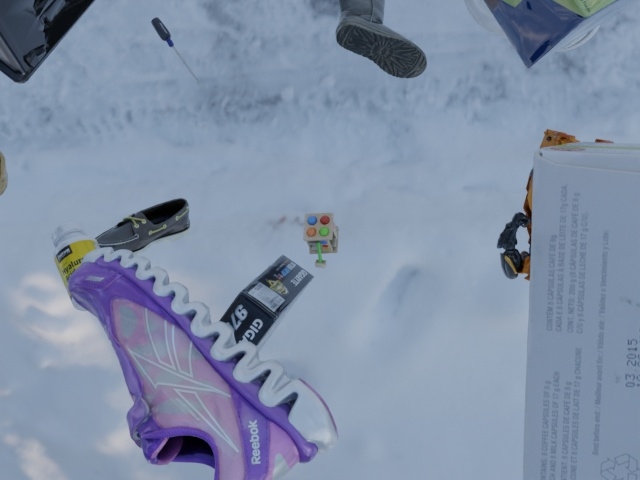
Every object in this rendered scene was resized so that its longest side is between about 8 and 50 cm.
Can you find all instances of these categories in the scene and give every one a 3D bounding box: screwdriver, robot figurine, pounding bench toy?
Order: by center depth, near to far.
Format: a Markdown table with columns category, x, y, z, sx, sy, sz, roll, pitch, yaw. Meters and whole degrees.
| category | x | y | z | sx | sy | sz | roll | pitch | yaw |
| --- | --- | --- | --- | --- | --- | --- | --- | --- | --- |
| pounding bench toy | 0.000 | 0.000 | 1.631 | 0.052 | 0.083 | 0.065 | -2 | 154 | 11 |
| robot figurine | 0.430 | -0.042 | 1.642 | 0.211 | 0.085 | 0.291 | 6 | 105 | -21 |
| screwdriver | -0.295 | -0.385 | 1.887 | 0.024 | 0.025 | 0.170 | -38 | 78 | 24 |

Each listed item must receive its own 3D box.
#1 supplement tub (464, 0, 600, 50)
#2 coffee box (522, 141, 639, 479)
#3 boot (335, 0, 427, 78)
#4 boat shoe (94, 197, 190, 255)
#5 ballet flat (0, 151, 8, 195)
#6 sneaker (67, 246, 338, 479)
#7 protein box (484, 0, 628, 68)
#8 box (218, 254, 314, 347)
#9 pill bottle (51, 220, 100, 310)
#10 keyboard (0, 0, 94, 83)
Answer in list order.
| category | x | y | z | sx | sy | sz | roll | pitch | yaw |
| --- | --- | --- | --- | --- | --- | --- | --- | --- | --- |
| supplement tub | 0.391 | -0.443 | 1.660 | 0.191 | 0.272 | 0.191 | 1 | 92 | 33 |
| coffee box | 0.393 | 0.080 | 0.893 | 0.338 | 0.334 | 0.337 | 4 | 99 | 21 |
| boot | 0.102 | -0.395 | 1.633 | 0.190 | 0.208 | 0.076 | 26 | 128 | -22 |
| boat shoe | -0.338 | -0.024 | 1.744 | 0.081 | 0.228 | 0.068 | 24 | 120 | 32 |
| ballet flat | -0.473 | -0.034 | 1.168 | 0.080 | 0.232 | 0.073 | 29 | 141 | -9 |
| sneaker | -0.105 | 0.098 | 0.652 | 0.236 | 0.104 | 0.095 | 36 | 160 | 21 |
| protein box | 0.322 | -0.334 | 1.096 | 0.201 | 0.200 | 0.136 | -32 | 88 | -8 |
| box | -0.105 | 0.130 | 1.055 | 0.051 | 0.175 | 0.220 | 37 | 106 | 3 |
| pill bottle | -0.327 | 0.033 | 1.269 | 0.065 | 0.116 | 0.065 | -25 | 155 | -13 |
| keyboard | -0.036 | -0.196 | 0.373 | 0.033 | 0.317 | 0.201 | 36 | 168 | 3 |
